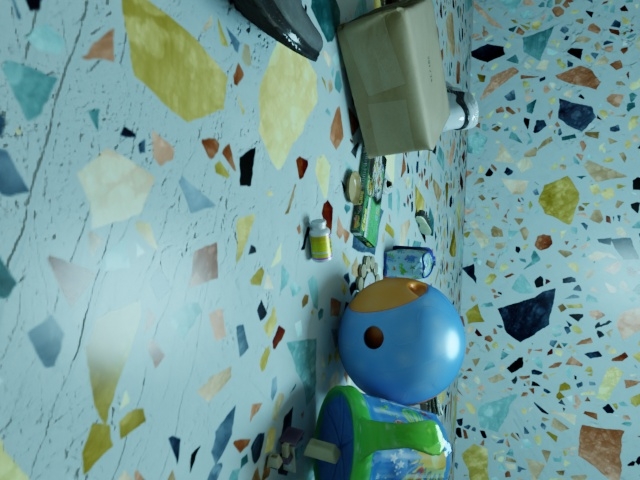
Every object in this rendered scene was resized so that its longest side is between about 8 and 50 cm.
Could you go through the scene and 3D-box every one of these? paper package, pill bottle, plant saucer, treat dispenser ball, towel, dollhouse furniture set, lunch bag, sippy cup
[{"bbox_3d":[0.198,-0.408,1.201,0.309,0.168,0.325,-54,133,-51],"label":"paper package"},{"bbox_3d":[0.000,0.000,0.982,0.043,0.043,0.083,-41,129,-58],"label":"pill bottle"},{"bbox_3d":[0.078,-0.127,1.176,0.083,0.015,0.083,3,90,-66],"label":"plant saucer"},{"bbox_3d":[0.183,0.227,1.113,0.288,0.288,0.288,3,90,-66],"label":"treat dispenser ball"},{"bbox_3d":[0.356,0.413,1.655,0.324,0.056,0.312,-93,172,-62],"label":"towel"},{"bbox_3d":[-0.026,0.413,0.885,0.091,0.114,0.081,-39,132,-62],"label":"dollhouse furniture set"},{"bbox_3d":[0.277,0.065,1.497,0.151,0.129,0.096,-6,98,-65],"label":"lunch bag"},{"bbox_3d":[0.126,0.421,0.972,0.305,0.224,0.240,-161,-98,-74],"label":"sippy cup"}]

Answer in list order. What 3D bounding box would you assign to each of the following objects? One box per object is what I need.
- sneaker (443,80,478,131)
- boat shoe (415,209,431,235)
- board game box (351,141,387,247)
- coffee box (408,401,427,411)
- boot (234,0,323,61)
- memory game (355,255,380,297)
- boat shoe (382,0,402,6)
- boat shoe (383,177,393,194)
[{"bbox_3d":[0.353,-0.439,1.619,0.366,0.210,0.137,-116,-166,-63],"label":"sneaker"},{"bbox_3d":[0.394,-0.065,1.834,0.133,0.049,0.042,54,52,-47],"label":"boat shoe"},{"bbox_3d":[0.131,-0.124,1.279,0.136,0.030,0.260,40,56,-63],"label":"board game box"},{"bbox_3d":[0.256,0.524,1.457,0.141,0.098,0.246,-92,177,-59],"label":"coffee box"},{"bbox_3d":[-0.037,-0.405,0.657,0.223,0.118,0.338,-55,158,9],"label":"boot"},{"bbox_3d":[0.129,0.132,1.317,0.186,0.012,0.186,3,90,-66],"label":"memory game"},{"bbox_3d":[0.217,-0.589,1.367,0.095,0.095,0.257,-36,120,-43],"label":"boat shoe"},{"bbox_3d":[0.192,-0.158,1.398,0.100,0.035,0.035,35,61,-61],"label":"boat shoe"}]
